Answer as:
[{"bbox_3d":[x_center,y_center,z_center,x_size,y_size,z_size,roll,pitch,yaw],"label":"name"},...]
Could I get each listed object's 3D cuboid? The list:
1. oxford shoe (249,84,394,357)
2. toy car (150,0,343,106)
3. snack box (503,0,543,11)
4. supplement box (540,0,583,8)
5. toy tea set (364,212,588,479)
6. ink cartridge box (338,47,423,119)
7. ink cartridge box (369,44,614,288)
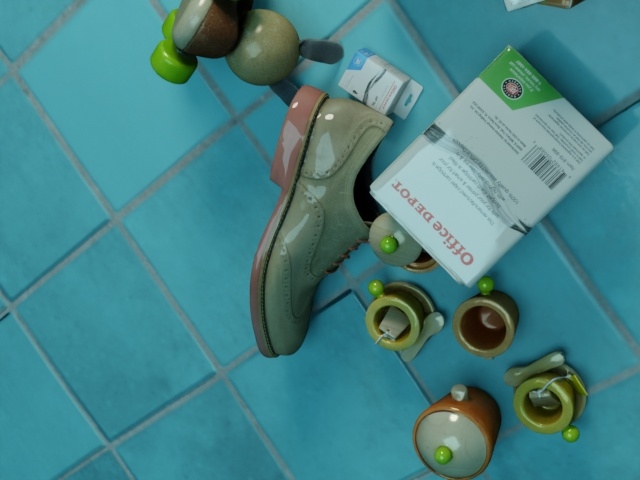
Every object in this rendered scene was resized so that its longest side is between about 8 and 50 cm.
[{"bbox_3d":[0.000,0.000,1.247,0.130,0.123,0.348,16,119,10],"label":"oxford shoe"},{"bbox_3d":[-0.073,-0.235,1.225,0.188,0.149,0.155,29,125,-17],"label":"toy car"},{"bbox_3d":[0.295,-0.345,0.946,0.322,0.060,0.187,-15,107,17],"label":"snack box"},{"bbox_3d":[0.159,-0.298,1.095,0.233,0.078,0.080,18,116,21],"label":"supplement box"},{"bbox_3d":[0.142,0.125,1.214,0.200,0.124,0.336,-36,89,31],"label":"toy tea set"},{"bbox_3d":[0.068,-0.175,1.207,0.083,0.028,0.048,35,119,11],"label":"ink cartridge box"},{"bbox_3d":[0.176,-0.074,1.117,0.208,0.087,0.153,-44,85,9],"label":"ink cartridge box"}]
